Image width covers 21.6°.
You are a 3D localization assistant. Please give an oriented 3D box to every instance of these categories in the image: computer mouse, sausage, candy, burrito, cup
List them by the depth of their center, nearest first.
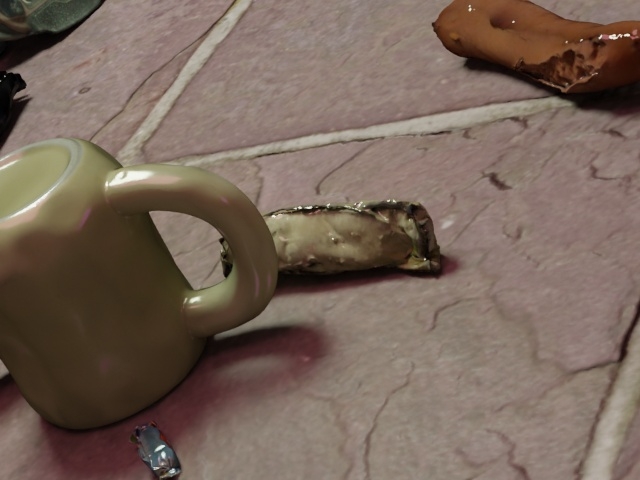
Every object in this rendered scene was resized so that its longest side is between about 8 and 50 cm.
[{"bbox_3d":[-0.130,0.165,1.305,0.030,0.020,0.083,-30,31,-4],"label":"candy"},{"bbox_3d":[-0.178,0.032,1.372,0.255,0.202,0.173,0,39,40],"label":"cup"},{"bbox_3d":[0.001,0.001,1.417,0.229,0.063,0.058,-2,66,36],"label":"burrito"},{"bbox_3d":[0.206,-0.180,1.523,0.078,0.078,0.304,-37,29,-15],"label":"sausage"},{"bbox_3d":[-0.368,-0.398,2.249,0.115,0.199,0.389,-12,29,47],"label":"computer mouse"}]

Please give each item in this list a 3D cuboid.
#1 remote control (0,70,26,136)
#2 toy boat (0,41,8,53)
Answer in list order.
[{"bbox_3d":[-0.455,-0.077,1.925,0.144,0.062,0.399,-13,32,24],"label":"remote control"},{"bbox_3d":[-0.518,-0.248,2.240,0.207,0.079,0.134,-32,26,-5],"label":"toy boat"}]
